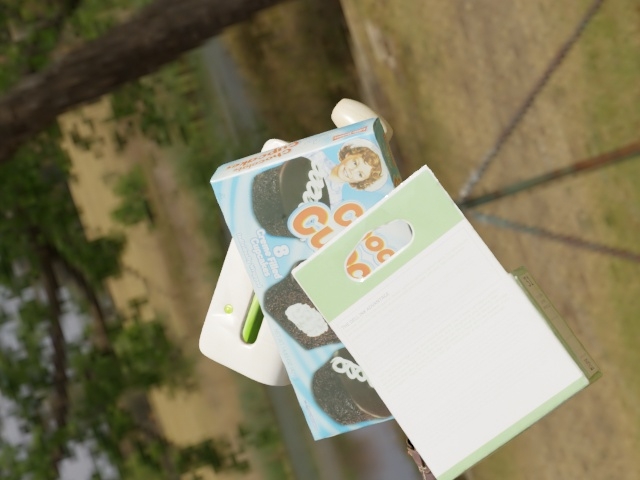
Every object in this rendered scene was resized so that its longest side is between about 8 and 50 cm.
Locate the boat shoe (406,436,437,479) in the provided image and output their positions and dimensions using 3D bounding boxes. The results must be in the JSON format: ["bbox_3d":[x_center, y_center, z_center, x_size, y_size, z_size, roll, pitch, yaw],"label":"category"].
[{"bbox_3d":[0.149,0.263,2.217,0.207,0.073,0.073,89,-165,-54],"label":"boat shoe"}]

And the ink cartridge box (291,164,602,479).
[{"bbox_3d":[0.109,0.073,1.494,0.235,0.171,0.056,55,-157,9],"label":"ink cartridge box"}]

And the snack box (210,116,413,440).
[{"bbox_3d":[0.027,0.044,1.831,0.060,0.187,0.322,-70,-39,-68],"label":"snack box"}]

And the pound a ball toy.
[{"bbox_3d":[0.000,0.000,2.013,0.208,0.136,0.319,-9,-59,-67],"label":"pound a ball toy"}]
